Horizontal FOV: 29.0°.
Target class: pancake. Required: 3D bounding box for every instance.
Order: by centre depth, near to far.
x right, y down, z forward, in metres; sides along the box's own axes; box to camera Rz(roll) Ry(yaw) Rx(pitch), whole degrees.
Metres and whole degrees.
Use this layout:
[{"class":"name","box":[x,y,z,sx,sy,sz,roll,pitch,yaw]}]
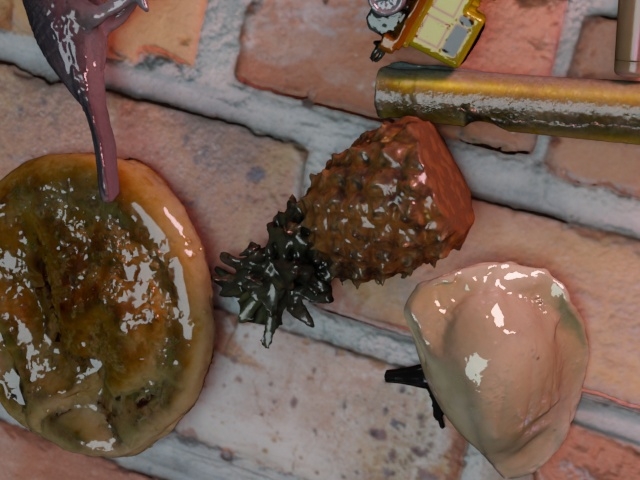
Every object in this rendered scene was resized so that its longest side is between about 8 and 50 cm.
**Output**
[{"class":"pancake","box":[-0.293,0.081,1.493,0.387,0.082,0.387,4,100,24]}]

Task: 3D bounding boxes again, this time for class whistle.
[{"class":"whistle","box":[0.218,-0.144,1.290,0.326,0.057,0.068,7,94,16]}]

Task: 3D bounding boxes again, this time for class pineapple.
[{"class":"pineapple","box":[0.000,0.000,1.350,0.340,0.169,0.169,-27,92,28]}]

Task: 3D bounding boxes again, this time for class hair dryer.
[{"class":"hair dryer","box":[0.118,0.179,1.410,0.079,0.031,0.083,-6,107,30]}]

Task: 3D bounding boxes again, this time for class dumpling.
[{"class":"dumpling","box":[0.205,0.132,1.324,0.179,0.131,0.252,-29,100,-8]}]

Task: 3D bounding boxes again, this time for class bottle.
[{"class":"bottle","box":[0.321,-0.214,1.249,0.045,0.045,0.096,7,106,17]}]

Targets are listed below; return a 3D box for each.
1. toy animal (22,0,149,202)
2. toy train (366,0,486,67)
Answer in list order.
[{"class":"toy animal","box":[-0.266,-0.246,1.410,0.206,0.081,0.367,-38,78,16]},{"class":"toy train","box":[0.126,-0.271,1.282,0.127,0.089,0.219,28,108,0]}]
